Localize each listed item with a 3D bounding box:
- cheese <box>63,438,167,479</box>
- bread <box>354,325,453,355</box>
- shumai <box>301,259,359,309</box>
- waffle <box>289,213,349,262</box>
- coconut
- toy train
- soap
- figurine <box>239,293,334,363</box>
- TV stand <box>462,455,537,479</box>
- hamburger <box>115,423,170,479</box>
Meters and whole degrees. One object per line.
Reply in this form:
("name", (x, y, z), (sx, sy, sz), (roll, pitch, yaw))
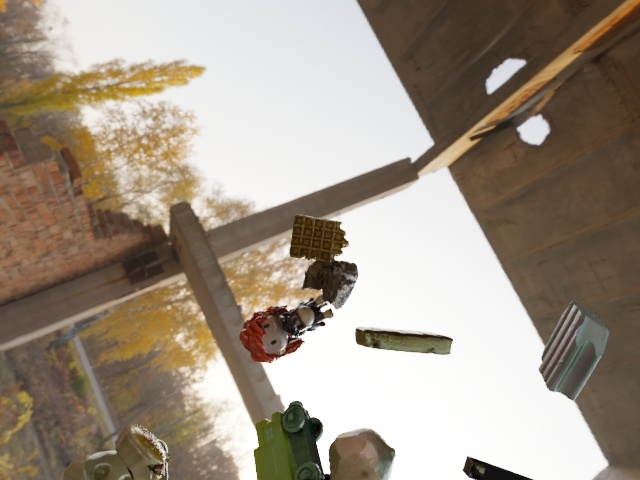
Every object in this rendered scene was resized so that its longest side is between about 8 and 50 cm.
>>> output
("cheese", (-0.651, 0.847, 1.645), (0.129, 0.351, 0.329), (-21, -108, 32))
("bread", (0.305, 0.375, 1.891), (0.138, 0.361, 0.077), (175, -77, -74))
("shumai", (0.028, 0.128, 1.708), (0.175, 0.167, 0.206), (23, 5, 12))
("waffle", (0.000, 0.000, 1.816), (0.055, 0.210, 0.161), (-22, 122, -79))
("coconut", (0.122, 0.622, 1.423), (0.194, 0.194, 0.195), (44, -33, 40))
("toy train", (-0.105, 0.814, 1.853), (0.179, 0.272, 0.442), (47, 14, -38))
("soap", (0.691, 0.295, 1.373), (0.091, 0.145, 0.231), (23, -72, 3))
("figurine", (-0.132, 0.360, 2.129), (0.411, 0.306, 0.241), (-27, -85, 25))
("TV stand", (0.480, 0.596, 1.237), (0.049, 0.256, 0.040), (118, -8, -86))
("hamburger", (-0.534, 0.634, 1.515), (0.173, 0.116, 0.210), (61, -22, -7))
